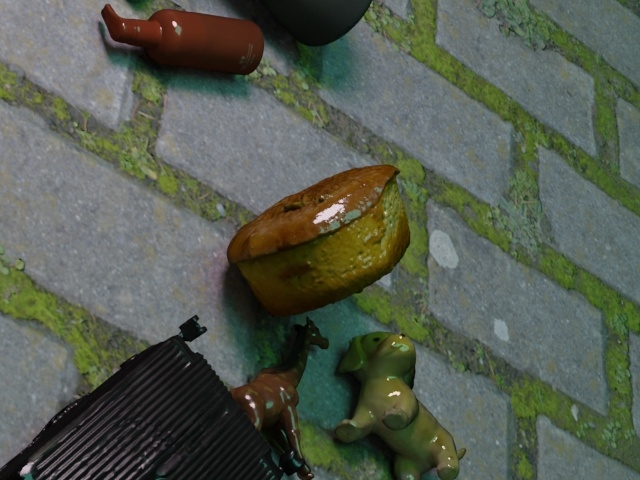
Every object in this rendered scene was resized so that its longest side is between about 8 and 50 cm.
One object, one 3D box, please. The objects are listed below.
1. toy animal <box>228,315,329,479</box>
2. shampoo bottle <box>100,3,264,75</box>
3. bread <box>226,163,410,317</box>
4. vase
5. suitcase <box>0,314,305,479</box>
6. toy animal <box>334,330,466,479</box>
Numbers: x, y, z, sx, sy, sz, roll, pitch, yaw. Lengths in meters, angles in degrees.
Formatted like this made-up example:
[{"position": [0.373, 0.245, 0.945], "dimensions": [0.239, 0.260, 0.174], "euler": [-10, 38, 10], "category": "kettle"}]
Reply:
[{"position": [-0.046, 0.202, 1.946], "dimensions": [0.224, 0.066, 0.230], "euler": [7, 55, -44], "category": "toy animal"}, {"position": [-0.191, -0.284, 2.106], "dimensions": [0.244, 0.085, 0.085], "euler": [4, 62, -43], "category": "shampoo bottle"}, {"position": [0.000, 0.000, 2.000], "dimensions": [0.268, 0.268, 0.146], "euler": [-36, 104, -51], "category": "bread"}, {"position": [-0.074, -0.438, 2.224], "dimensions": [0.321, 0.173, 0.173], "euler": [34, 44, -39], "category": "vase"}, {"position": [-0.205, 0.270, 1.663], "dimensions": [0.229, 0.152, 0.335], "euler": [53, 39, -4], "category": "suitcase"}, {"position": [0.110, 0.236, 2.052], "dimensions": [0.233, 0.121, 0.168], "euler": [57, 28, -5], "category": "toy animal"}]
